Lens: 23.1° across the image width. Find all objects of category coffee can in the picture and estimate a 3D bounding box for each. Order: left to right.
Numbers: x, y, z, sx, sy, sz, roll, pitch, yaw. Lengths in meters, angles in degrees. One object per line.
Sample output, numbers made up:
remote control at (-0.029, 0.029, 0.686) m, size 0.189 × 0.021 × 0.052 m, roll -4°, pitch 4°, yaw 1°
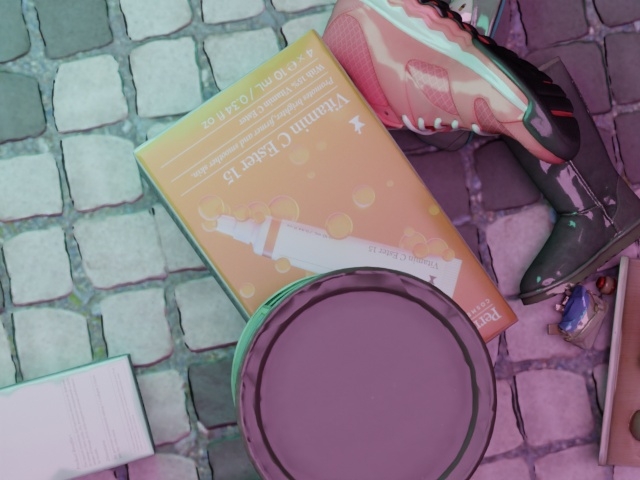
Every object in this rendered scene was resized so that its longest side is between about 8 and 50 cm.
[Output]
coffee can at (0.025, 0.125, 1.327) m, size 0.201 × 0.275 × 0.202 m, roll 0°, pitch 88°, yaw -4°

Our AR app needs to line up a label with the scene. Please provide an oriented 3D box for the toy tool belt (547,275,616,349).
toy tool belt at (0.271, 0.068, 1.634) m, size 0.051 × 0.052 × 0.083 m, roll 25°, pitch 84°, yaw -12°

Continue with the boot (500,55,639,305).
boot at (0.231, -0.062, 1.625) m, size 0.189 × 0.076 × 0.208 m, roll -36°, pitch 98°, yaw -20°

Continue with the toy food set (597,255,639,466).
toy food set at (0.444, 0.139, 1.625) m, size 0.306 × 0.092 × 0.220 m, roll 7°, pitch 87°, yaw -6°

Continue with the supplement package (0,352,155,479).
supplement package at (-0.262, 0.185, 1.550) m, size 0.179 × 0.105 × 0.105 m, roll -15°, pitch 89°, yaw -6°

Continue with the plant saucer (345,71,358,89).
plant saucer at (0.065, -0.195, 1.643) m, size 0.119 × 0.021 × 0.119 m, roll 0°, pitch 86°, yaw -6°

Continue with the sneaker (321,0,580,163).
sneaker at (0.122, -0.148, 1.551) m, size 0.314 × 0.116 × 0.136 m, roll 41°, pitch 109°, yaw 28°

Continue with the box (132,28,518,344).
box at (0.000, 0.000, 1.553) m, size 0.215 × 0.168 × 0.345 m, roll -36°, pitch 91°, yaw -5°

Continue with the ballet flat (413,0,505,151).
ballet flat at (0.142, -0.200, 1.622) m, size 0.068 × 0.072 × 0.213 m, roll 14°, pitch 87°, yaw -16°
